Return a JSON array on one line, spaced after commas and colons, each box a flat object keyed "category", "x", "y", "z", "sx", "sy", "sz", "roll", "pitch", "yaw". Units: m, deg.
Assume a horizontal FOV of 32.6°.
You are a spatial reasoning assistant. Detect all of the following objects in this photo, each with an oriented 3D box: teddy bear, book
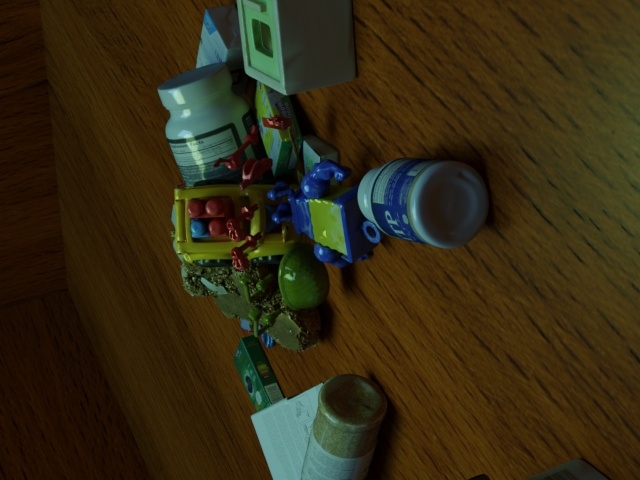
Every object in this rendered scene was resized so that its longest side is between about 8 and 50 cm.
[{"category": "teddy bear", "x": -0.136, "y": 0.078, "z": 2.034, "sx": 0.338, "sy": 0.113, "sz": 0.245, "roll": 18, "pitch": 142, "yaw": 35}, {"category": "book", "x": 0.001, "y": -0.094, "z": 1.822, "sx": 0.096, "sy": 0.035, "sz": 0.144, "roll": -134, "pitch": 34, "yaw": -56}]

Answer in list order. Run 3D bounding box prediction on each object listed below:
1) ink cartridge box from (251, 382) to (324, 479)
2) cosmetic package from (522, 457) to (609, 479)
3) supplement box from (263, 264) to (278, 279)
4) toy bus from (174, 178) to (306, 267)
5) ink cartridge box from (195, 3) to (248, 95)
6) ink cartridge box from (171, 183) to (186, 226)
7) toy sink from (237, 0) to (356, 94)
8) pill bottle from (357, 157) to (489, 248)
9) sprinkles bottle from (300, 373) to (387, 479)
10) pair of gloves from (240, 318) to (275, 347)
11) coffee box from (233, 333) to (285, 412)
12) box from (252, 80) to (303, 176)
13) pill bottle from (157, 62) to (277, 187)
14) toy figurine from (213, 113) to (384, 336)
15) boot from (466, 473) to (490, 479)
[{"category": "ink cartridge box", "x": -0.006, "y": 0.435, "z": 2.163, "sx": 0.239, "sy": 0.060, "sz": 0.275, "roll": -31, "pitch": 74, "yaw": 41}, {"category": "cosmetic package", "x": 0.295, "y": 0.396, "z": 1.348, "sx": 0.085, "sy": 0.117, "sz": 0.231, "roll": 39, "pitch": 140, "yaw": 57}, {"category": "supplement box", "x": -0.133, "y": 0.073, "z": 2.188, "sx": 0.083, "sy": 0.056, "sz": 0.083, "roll": -53, "pitch": 56, "yaw": 47}, {"category": "toy bus", "x": -0.139, "y": -0.036, "z": 1.808, "sx": 0.211, "sy": 0.220, "sz": 0.149, "roll": 45, "pitch": -137, "yaw": -84}, {"category": "ink cartridge box", "x": -0.179, "y": -0.337, "z": 2.033, "sx": 0.104, "sy": 0.060, "sz": 0.180, "roll": 62, "pitch": 155, "yaw": 24}, {"category": "ink cartridge box", "x": -0.212, "y": -0.024, "z": 2.236, "sx": 0.176, "sy": 0.127, "sz": 0.128, "roll": 61, "pitch": 154, "yaw": 26}, {"category": "toy sink", "x": -0.045, "y": -0.352, "z": 1.616, "sx": 0.153, "sy": 0.131, "sz": 0.234, "roll": 38, "pitch": 138, "yaw": 55}, {"category": "pill bottle", "x": 0.127, "y": -0.053, "z": 1.441, "sx": 0.186, "sy": 0.112, "sz": 0.112, "roll": 14, "pitch": 118, "yaw": 65}, {"category": "sprinkles bottle", "x": 0.028, "y": 0.393, "z": 1.934, "sx": 0.121, "sy": 0.121, "sz": 0.355, "roll": 55, "pitch": 147, "yaw": 38}, {"category": "pair of gloves", "x": -0.137, "y": 0.138, "z": 2.308, "sx": 0.198, "sy": 0.023, "sz": 0.159, "roll": 22, "pitch": 124, "yaw": 57}, {"category": "coffee box", "x": -0.132, "y": 0.308, "z": 2.389, "sx": 0.184, "sy": 0.040, "sz": 0.113, "roll": 62, "pitch": 154, "yaw": 26}, {"category": "box", "x": -0.078, "y": -0.211, "z": 1.883, "sx": 0.105, "sy": 0.043, "sz": 0.179, "roll": 107, "pitch": 148, "yaw": -55}, {"category": "pill bottle", "x": -0.183, "y": -0.167, "z": 1.975, "sx": 0.162, "sy": 0.162, "sz": 0.278, "roll": 23, "pitch": 136, "yaw": 62}, {"category": "toy figurine", "x": 0.000, "y": 0.000, "z": 1.691, "sx": 0.217, "sy": 0.191, "sz": 0.363, "roll": 14, "pitch": 127, "yaw": 35}, {"category": "boot", "x": 0.207, "y": 0.399, "z": 1.298, "sx": 0.179, "sy": 0.085, "sz": 0.236, "roll": 55, "pitch": 158, "yaw": 36}]
